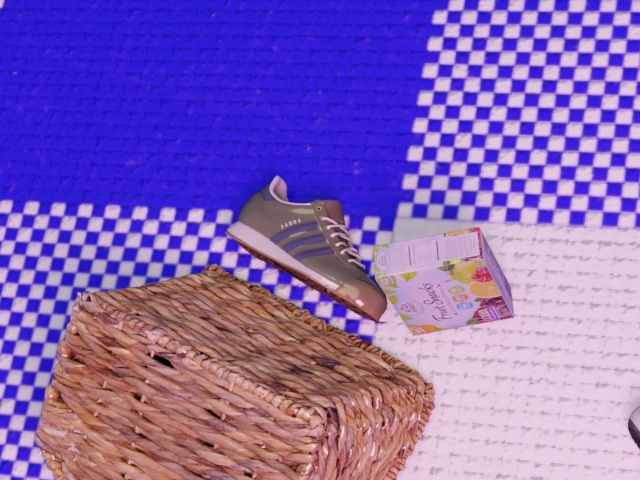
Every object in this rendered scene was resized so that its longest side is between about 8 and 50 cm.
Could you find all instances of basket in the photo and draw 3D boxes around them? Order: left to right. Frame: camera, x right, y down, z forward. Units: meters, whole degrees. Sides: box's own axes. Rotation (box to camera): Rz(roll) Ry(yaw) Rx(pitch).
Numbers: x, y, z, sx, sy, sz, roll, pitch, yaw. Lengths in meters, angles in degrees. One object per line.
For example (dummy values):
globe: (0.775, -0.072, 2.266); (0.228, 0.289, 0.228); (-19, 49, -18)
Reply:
basket: (-0.081, 0.179, 1.774); (0.299, 0.223, 0.213); (25, 108, 27)

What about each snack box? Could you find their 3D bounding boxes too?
snack box: (0.113, 0.039, 1.748); (0.100, 0.141, 0.037); (-10, 63, 14)

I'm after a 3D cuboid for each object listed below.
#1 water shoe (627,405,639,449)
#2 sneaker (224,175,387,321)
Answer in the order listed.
water shoe: (0.352, 0.196, 1.632); (0.080, 0.073, 0.203); (-41, 60, -7)
sneaker: (0.000, 0.000, 1.848); (0.192, 0.064, 0.086); (29, 82, 31)
